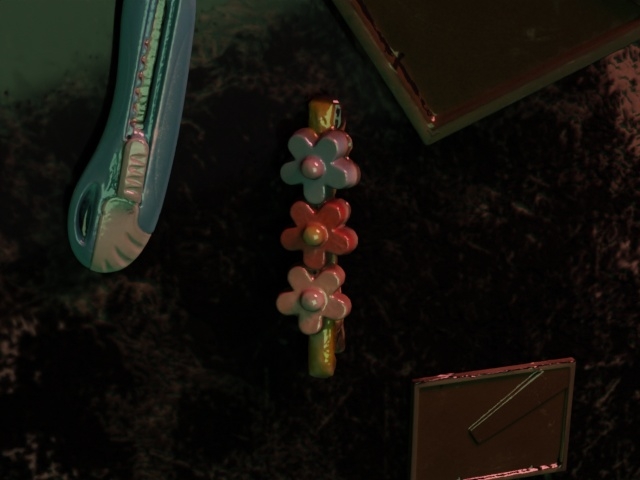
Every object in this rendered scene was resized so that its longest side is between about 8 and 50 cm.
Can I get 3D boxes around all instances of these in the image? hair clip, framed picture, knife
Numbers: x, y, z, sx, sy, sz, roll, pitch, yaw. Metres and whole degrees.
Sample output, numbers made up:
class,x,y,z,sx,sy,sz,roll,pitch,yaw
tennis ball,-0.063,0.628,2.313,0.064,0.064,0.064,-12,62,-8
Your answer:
class,x,y,z,sx,sy,sz,roll,pitch,yaw
hair clip,-0.002,0.003,0.920,0.062,0.056,0.214,4,114,14
framed picture,0.093,-0.242,0.816,0.247,0.022,0.335,-26,120,20
framed picture,0.144,0.157,1.056,0.149,0.011,0.109,-6,113,-18
knife,-0.127,-0.080,0.853,0.064,0.031,0.222,9,107,-19
